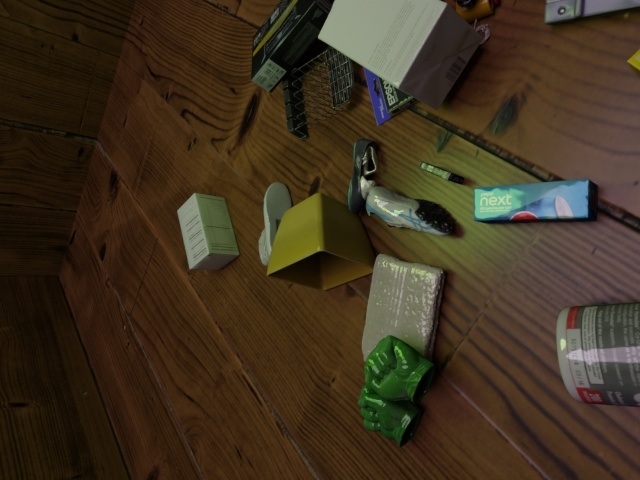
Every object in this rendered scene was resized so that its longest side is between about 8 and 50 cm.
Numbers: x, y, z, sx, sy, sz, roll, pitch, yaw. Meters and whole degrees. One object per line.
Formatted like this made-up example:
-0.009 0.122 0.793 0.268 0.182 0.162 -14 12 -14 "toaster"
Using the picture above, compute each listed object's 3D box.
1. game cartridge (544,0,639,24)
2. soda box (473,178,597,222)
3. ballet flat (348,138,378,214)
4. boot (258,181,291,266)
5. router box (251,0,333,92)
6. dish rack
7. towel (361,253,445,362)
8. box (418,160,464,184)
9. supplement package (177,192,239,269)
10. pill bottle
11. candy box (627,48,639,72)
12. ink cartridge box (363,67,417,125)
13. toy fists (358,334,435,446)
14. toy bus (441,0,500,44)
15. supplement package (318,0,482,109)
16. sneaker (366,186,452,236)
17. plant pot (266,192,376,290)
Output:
0.564 -0.509 0.711 0.355 0.068 0.230 11 115 44 "game cartridge"
0.414 -0.072 0.853 0.210 0.067 0.071 0 87 44 "soda box"
0.117 -0.170 1.147 0.074 0.074 0.203 2 85 44 "ballet flat"
-0.157 -0.048 1.384 0.123 0.095 0.258 -32 52 54 "boot"
-0.094 -0.644 1.330 0.309 0.081 0.243 -35 45 37 "router box"
-0.004 -0.440 1.285 0.271 0.074 0.208 -17 76 40 "dish rack"
0.197 0.186 1.054 0.187 0.049 0.282 13 97 42 "towel"
0.275 -0.154 0.993 0.083 0.067 0.018 35 110 41 "box"
-0.411 -0.029 1.591 0.134 0.139 0.244 -34 63 35 "supplement package"
0.531 0.170 0.655 0.283 0.161 0.161 -14 77 43 "pill bottle"
0.585 -0.276 0.674 0.105 0.027 0.206 -51 28 33 "candy box"
0.193 -0.432 1.110 0.208 0.045 0.206 -24 71 41 "ink cartridge box"
0.158 0.343 0.996 0.142 0.096 0.279 31 130 37 "toy fists"
0.324 -0.571 0.954 0.191 0.104 0.202 -55 53 26 "toy bus"
0.170 -0.457 0.981 0.293 0.175 0.178 48 119 33 "supplement package"
0.210 -0.059 1.049 0.237 0.085 0.086 29 133 38 "sneaker"
0.000 0.000 1.161 0.212 0.212 0.187 -26 57 40 "plant pot"
